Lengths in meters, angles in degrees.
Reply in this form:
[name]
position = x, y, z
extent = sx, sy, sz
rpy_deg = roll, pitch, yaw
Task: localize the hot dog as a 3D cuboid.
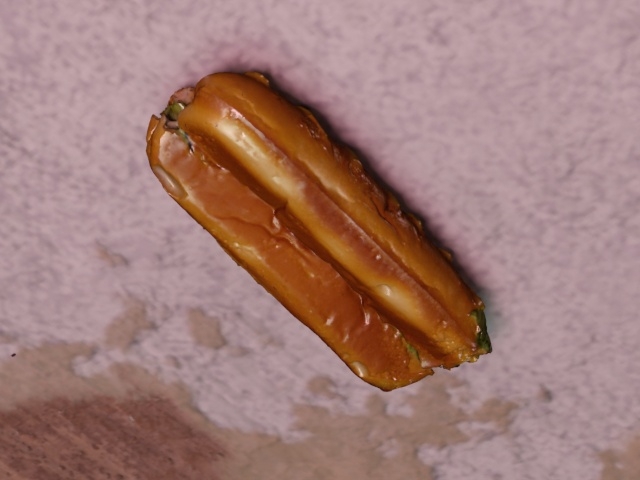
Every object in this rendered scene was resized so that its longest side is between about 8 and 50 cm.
[hot dog]
position = 0.000, 0.000, 0.954
extent = 0.115, 0.072, 0.269
rpy_deg = -27, 123, 27
